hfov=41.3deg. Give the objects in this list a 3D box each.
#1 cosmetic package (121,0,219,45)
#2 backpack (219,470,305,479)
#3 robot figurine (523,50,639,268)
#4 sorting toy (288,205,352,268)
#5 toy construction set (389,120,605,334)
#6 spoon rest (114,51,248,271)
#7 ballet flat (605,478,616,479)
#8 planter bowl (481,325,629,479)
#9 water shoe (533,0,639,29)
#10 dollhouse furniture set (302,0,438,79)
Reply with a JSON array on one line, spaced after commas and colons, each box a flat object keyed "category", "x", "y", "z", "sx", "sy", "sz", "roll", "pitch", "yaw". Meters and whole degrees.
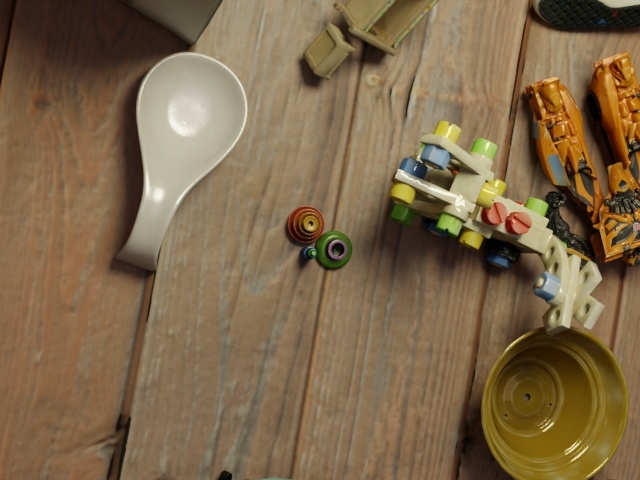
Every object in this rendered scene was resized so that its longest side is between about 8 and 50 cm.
[{"category": "cosmetic package", "x": -0.164, "y": -0.494, "z": 0.923, "sx": 0.329, "sy": 0.327, "sz": 0.394, "roll": 29, "pitch": 82, "yaw": -12}, {"category": "backpack", "x": -0.048, "y": 0.366, "z": 1.055, "sx": 0.181, "sy": 0.115, "sz": 0.152, "roll": -1, "pitch": 87, "yaw": -17}, {"category": "robot figurine", "x": 0.397, "y": -0.100, "z": 1.178, "sx": 0.211, "sy": 0.085, "sz": 0.291, "roll": -20, "pitch": 94, "yaw": 1}, {"category": "sorting toy", "x": 0.000, "y": 0.000, "z": 1.107, "sx": 0.102, "sy": 0.042, "sz": 0.061, "roll": 40, "pitch": 80, "yaw": -11}, {"category": "toy construction set", "x": 0.224, "y": -0.023, "z": 1.076, "sx": 0.327, "sy": 0.215, "sz": 0.151, "roll": 40, "pitch": 81, "yaw": -11}, {"category": "spoon rest", "x": -0.178, "y": -0.098, "z": 1.041, "sx": 0.137, "sy": 0.084, "sz": 0.277, "roll": 19, "pitch": 86, "yaw": -14}, {"category": "ballet flat", "x": 0.330, "y": 0.397, "z": 1.175, "sx": 0.213, "sy": 0.072, "sz": 0.068, "roll": -44, "pitch": 95, "yaw": -10}, {"category": "planter bowl", "x": 0.300, "y": 0.220, "z": 1.158, "sx": 0.217, "sy": 0.090, "sz": 0.217, "roll": 0, "pitch": 89, "yaw": -15}, {"category": "water shoe", "x": 0.391, "y": -0.350, "z": 1.209, "sx": 0.203, "sy": 0.073, "sz": 0.080, "roll": 1, "pitch": 63, "yaw": -14}, {"category": "dollhouse furniture set", "x": 0.053, "y": -0.322, "z": 1.126, "sx": 0.101, "sy": 0.161, "sz": 0.182, "roll": 15, "pitch": 130, "yaw": -47}]
